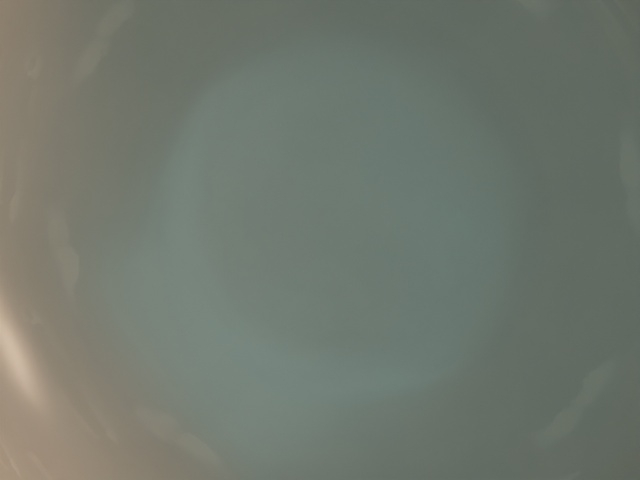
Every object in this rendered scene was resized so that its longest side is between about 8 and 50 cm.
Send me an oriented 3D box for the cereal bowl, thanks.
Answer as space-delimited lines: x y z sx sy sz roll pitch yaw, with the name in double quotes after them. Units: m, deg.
0.000 0.000 0.682 0.339 0.141 0.339 2 102 11 "cereal bowl"
